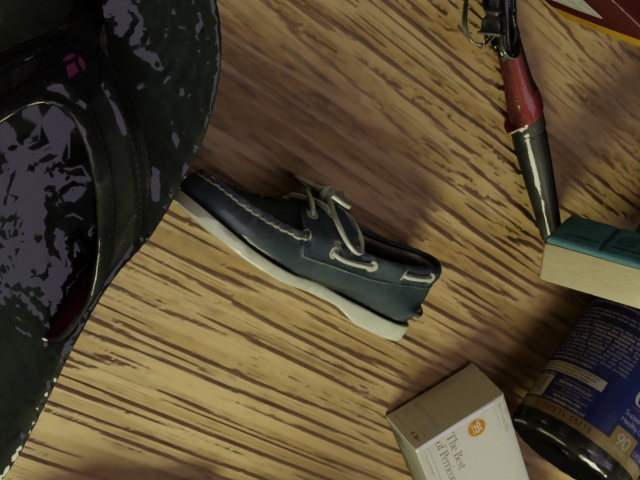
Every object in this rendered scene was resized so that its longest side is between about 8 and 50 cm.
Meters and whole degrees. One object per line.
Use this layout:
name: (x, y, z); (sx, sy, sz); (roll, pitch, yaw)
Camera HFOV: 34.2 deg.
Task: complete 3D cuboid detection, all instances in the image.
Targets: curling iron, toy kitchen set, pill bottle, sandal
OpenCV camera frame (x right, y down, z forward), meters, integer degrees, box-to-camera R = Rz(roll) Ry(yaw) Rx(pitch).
curling iron: (0.160, -0.096, 0.842); (0.068, 0.035, 0.274); (-60, 141, -38)
toy kitchen set: (0.291, -0.060, 0.888); (0.207, 0.122, 0.166); (-33, 132, -50)
pill bottle: (0.284, 0.114, 0.958); (0.219, 0.123, 0.123); (-52, 128, -12)
sandal: (-0.181, -0.005, 0.643); (0.167, 0.107, 0.446); (20, 105, -19)

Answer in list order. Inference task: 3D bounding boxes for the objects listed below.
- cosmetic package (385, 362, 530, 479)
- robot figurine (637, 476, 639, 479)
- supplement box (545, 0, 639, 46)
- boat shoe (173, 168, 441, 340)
cosmetic package: (0.148, 0.237, 0.996); (0.099, 0.060, 0.239); (-31, 125, -12)
robot figurine: (0.471, 0.242, 1.089); (0.291, 0.085, 0.211); (7, 141, -9)
supplement box: (0.208, -0.270, 0.725); (0.194, 0.129, 0.191); (28, 99, -36)
boat shoe: (0.000, 0.000, 0.772); (0.254, 0.095, 0.079); (30, 99, -38)
